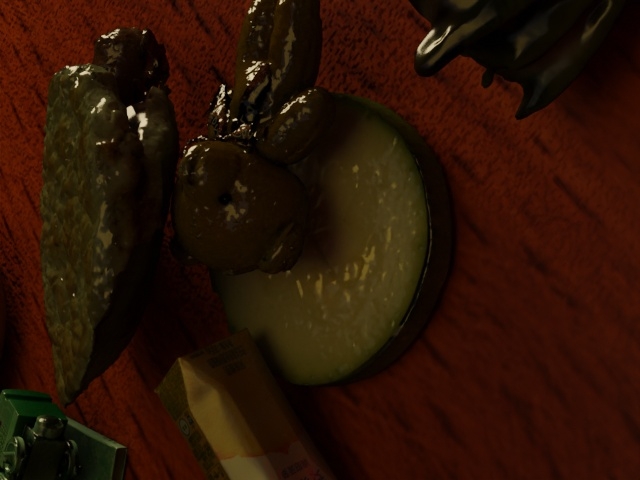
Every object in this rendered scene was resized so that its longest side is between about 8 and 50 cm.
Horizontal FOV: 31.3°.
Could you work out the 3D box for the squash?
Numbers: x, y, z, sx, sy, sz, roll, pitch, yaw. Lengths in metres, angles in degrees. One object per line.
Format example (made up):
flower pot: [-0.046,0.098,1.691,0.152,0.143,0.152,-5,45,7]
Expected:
squash: [0.003,0.000,0.834,0.219,0.041,0.219,-2,87,42]

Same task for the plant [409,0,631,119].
plant: [0.167,-0.214,0.614,0.333,0.180,0.251,-15,86,39]

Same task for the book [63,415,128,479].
book: [-0.229,0.219,1.045,0.135,0.017,0.103,14,95,44]

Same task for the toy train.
toy train: [-0.275,0.229,1.029,0.104,0.071,0.178,34,108,52]

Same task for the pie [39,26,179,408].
pie: [-0.172,-0.007,0.895,0.257,0.105,0.274,-98,20,-47]

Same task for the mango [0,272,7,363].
mango: [-0.396,0.110,1.151,0.177,0.120,0.294,10,94,36]

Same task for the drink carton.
drink carton: [-0.035,0.166,0.810,0.200,0.084,0.074,58,140,15]

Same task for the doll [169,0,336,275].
doll: [-0.054,-0.079,0.801,0.137,0.097,0.209,7,87,47]
